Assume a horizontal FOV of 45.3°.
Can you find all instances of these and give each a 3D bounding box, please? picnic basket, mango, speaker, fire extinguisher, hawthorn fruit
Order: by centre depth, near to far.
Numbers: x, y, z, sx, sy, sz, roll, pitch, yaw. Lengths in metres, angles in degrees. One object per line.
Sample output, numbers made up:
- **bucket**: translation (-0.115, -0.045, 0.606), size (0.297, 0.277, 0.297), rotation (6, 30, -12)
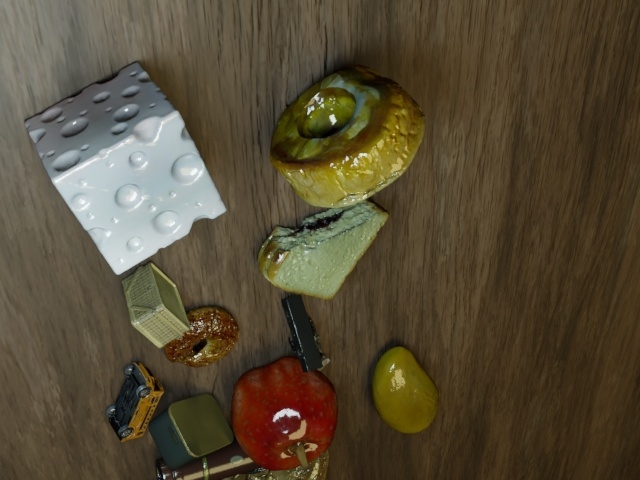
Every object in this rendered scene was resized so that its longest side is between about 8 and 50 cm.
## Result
- **picnic basket**: translation (-0.357, 0.139, 1.660), size (0.079, 0.164, 0.115), rotation (-33, 134, 4)
- **speaker**: translation (-0.046, 0.233, 1.930), size (0.046, 0.191, 0.040), rotation (-15, 173, -24)
- **hawthorn fruit**: translation (-0.080, 0.464, 1.955), size (0.287, 0.330, 0.287), rotation (-9, 123, -14)
- **fire extinguisher**: translation (-0.266, 0.574, 2.048), size (0.341, 0.141, 0.105), rotation (-10, 159, -25)
- **mango**: translation (0.248, 0.463, 2.314), size (0.195, 0.142, 0.332), rotation (-42, 127, -6)

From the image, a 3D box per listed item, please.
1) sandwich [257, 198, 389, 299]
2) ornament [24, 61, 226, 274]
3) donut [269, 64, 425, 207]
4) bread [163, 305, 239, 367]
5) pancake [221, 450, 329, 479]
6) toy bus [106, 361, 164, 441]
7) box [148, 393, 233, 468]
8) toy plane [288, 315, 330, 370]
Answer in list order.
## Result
- **sandwich**: translation (0.002, 0.003, 1.839), size (0.254, 0.099, 0.288), rotation (24, 107, -42)
- **ornament**: translation (-0.355, -0.135, 1.409), size (0.239, 0.240, 0.239), rotation (-31, 134, -10)
- **donut**: translation (0.045, -0.224, 1.565), size (0.330, 0.330, 0.160), rotation (-41, 128, -1)
- **bread**: translation (-0.284, 0.236, 1.846), size (0.193, 0.064, 0.193), rotation (-17, 132, -20)
- **pancake**: translation (-0.136, 0.704, 2.265), size (0.386, 0.082, 0.387), rotation (-14, 123, -24)
- **toy bus**: translation (-0.438, 0.383, 1.836), size (0.088, 0.083, 0.194), rotation (3, 123, -45)
- **box**: translation (-0.320, 0.472, 1.894), size (0.090, 0.144, 0.201), rotation (-36, 166, 19)
- **toy plane**: translation (-0.028, 0.290, 2.061), size (0.078, 0.053, 0.197), rotation (-37, 131, -17)
